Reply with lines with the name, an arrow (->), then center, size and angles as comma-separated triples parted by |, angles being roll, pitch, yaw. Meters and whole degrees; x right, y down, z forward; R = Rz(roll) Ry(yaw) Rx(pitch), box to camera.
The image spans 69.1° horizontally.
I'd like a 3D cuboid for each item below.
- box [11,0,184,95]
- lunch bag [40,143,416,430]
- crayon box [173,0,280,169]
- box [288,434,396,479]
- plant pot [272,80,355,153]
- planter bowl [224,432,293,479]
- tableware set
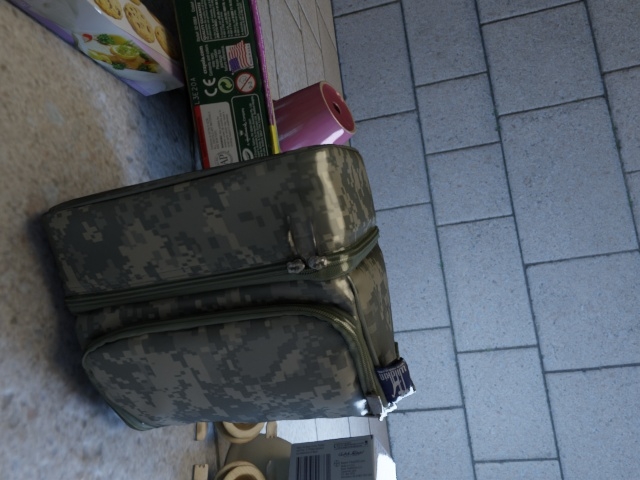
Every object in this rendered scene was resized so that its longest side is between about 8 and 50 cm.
box -> -0.245, -0.245, 0.464 | 0.324, 0.063, 0.067 | 31, 49, -74
lunch bag -> -0.076, 0.056, 0.466 | 0.212, 0.304, 0.256 | -44, 123, -74
crayon box -> -0.135, -0.265, 0.722 | 0.313, 0.105, 0.363 | -153, -126, -86
box -> 0.036, 0.345, 0.674 | 0.137, 0.126, 0.072 | 63, 21, -44
plant pot -> -0.032, -0.242, 1.011 | 0.201, 0.180, 0.202 | 40, 35, -36
planter bowl -> -0.069, 0.380, 0.721 | 0.162, 0.109, 0.162 | -9, 90, -77
tableware set -> -0.103, 0.286, 0.631 | 0.128, 0.039, 0.194 | 14, 61, -35
